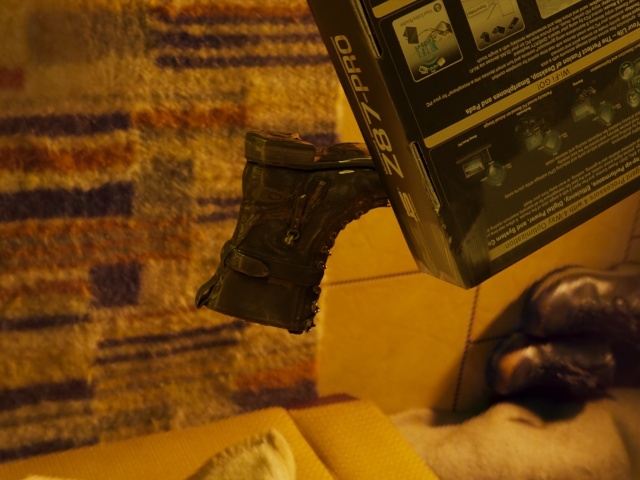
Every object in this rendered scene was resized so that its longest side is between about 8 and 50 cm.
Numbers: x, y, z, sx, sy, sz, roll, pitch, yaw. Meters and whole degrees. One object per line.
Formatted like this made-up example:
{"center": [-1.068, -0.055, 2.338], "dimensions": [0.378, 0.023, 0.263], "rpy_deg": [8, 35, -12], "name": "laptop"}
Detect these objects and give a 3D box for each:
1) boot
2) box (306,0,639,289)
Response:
{"center": [0.000, 0.000, 1.039], "dimensions": [0.263, 0.091, 0.228], "rpy_deg": [8, 105, -12], "name": "boot"}
{"center": [0.201, -0.193, 0.702], "dimensions": [0.395, 0.097, 0.318], "rpy_deg": [-29, 107, -14], "name": "box"}
